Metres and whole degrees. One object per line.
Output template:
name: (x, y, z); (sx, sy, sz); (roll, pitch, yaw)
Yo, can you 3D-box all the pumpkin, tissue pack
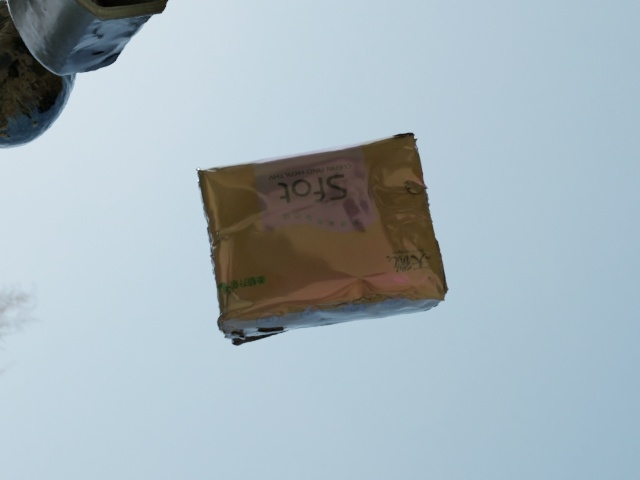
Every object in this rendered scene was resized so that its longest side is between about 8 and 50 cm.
pumpkin: (-0.367, -0.187, 1.309); (0.190, 0.146, 0.190); (-19, -128, 25)
tissue pack: (0.000, 0.000, 1.326); (0.256, 0.123, 0.215); (-9, -113, -4)

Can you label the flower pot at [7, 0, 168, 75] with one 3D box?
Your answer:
flower pot: (-0.201, -0.256, 0.954); (0.103, 0.108, 0.229); (-4, -108, -32)
